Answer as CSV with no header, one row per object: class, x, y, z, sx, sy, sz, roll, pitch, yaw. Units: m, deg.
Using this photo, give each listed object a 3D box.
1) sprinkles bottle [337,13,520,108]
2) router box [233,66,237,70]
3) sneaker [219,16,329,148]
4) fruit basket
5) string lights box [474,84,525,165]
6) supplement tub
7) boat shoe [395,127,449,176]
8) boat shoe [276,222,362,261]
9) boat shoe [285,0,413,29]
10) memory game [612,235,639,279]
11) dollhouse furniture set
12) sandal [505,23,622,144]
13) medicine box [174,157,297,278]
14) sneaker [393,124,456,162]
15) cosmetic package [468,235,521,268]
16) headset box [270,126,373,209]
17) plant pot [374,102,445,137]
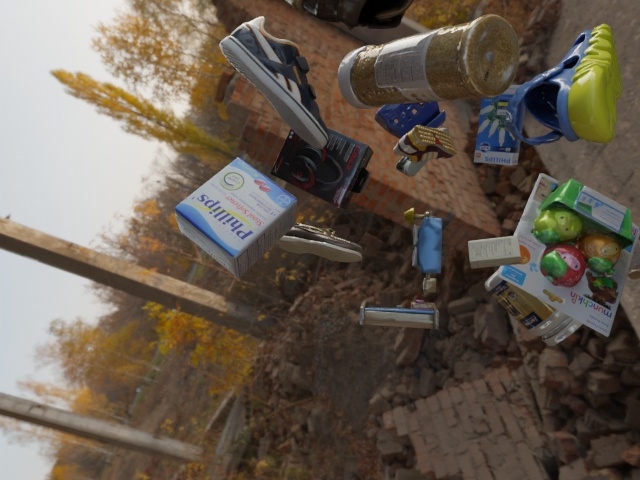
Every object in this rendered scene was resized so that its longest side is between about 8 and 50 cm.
sprinkles bottle,0.169,-0.302,0.859,0.355,0.121,0.121,21,89,59
router box,-0.234,-0.664,1.848,0.046,0.133,0.179,-65,-1,35
sneaker,-0.070,-0.360,1.100,0.127,0.321,0.126,-46,17,-9
fruit basket,0.682,0.024,1.299,0.353,0.327,0.165,-58,-4,-25
string lights box,0.616,-0.394,1.658,0.133,0.076,0.260,12,107,35
supplement tub,0.792,0.204,1.779,0.228,0.316,0.228,-39,-15,-13
boat shoe,0.341,-0.306,1.625,0.219,0.078,0.070,-42,45,-13
boat shoe,0.000,0.000,1.695,0.117,0.324,0.097,62,-136,-55
boat shoe,0.079,-0.372,0.718,0.355,0.130,0.132,-45,-7,-46
memory game,0.956,0.047,1.482,0.186,0.186,0.012,-58,10,35
dollhouse furniture set,0.224,0.073,1.334,0.286,0.198,0.304,16,-104,-79
sandal,0.373,-0.234,0.737,0.138,0.126,0.317,-8,24,40
medicine box,-0.264,-0.076,1.558,0.289,0.263,0.149,-45,-17,-27
sneaker,0.251,-0.223,1.165,0.084,0.185,0.070,-34,63,39
cosmetic package,0.415,0.028,1.160,0.041,0.115,0.060,53,-143,-53
headset box,0.019,-0.246,1.577,0.218,0.293,0.110,-64,-14,6
plant pot,0.378,-0.515,2.012,0.236,0.212,0.236,-39,4,9
